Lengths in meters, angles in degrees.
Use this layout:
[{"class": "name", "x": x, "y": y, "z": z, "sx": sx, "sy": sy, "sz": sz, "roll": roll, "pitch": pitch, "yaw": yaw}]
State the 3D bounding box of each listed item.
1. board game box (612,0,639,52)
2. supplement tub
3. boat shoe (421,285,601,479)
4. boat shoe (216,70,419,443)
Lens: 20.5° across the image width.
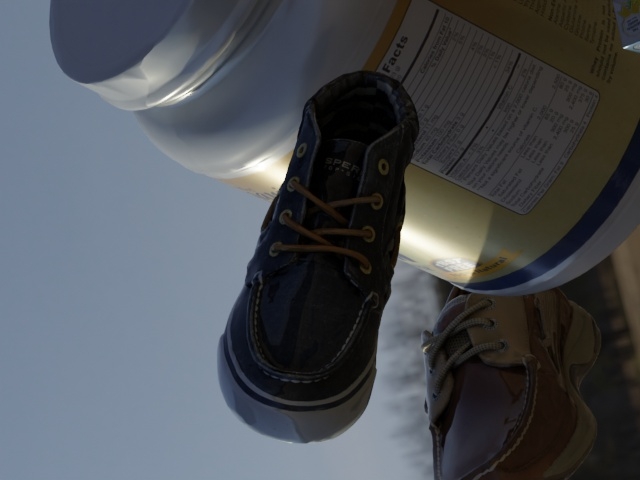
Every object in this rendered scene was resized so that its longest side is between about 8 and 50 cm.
[{"class": "board game box", "x": 0.232, "y": -0.114, "z": 0.893, "sx": 0.154, "sy": 0.103, "sz": 0.026, "roll": 6, "pitch": -110, "yaw": -50}, {"class": "supplement tub", "x": 0.031, "y": -0.118, "z": 0.999, "sx": 0.316, "sy": 0.228, "sz": 0.228, "roll": 23, "pitch": -138, "yaw": -33}, {"class": "boat shoe", "x": 0.115, "y": 0.096, "z": 1.230, "sx": 0.116, "sy": 0.123, "sz": 0.324, "roll": 52, "pitch": -162, "yaw": -9}, {"class": "boat shoe", "x": 0.000, "y": 0.000, "z": 0.726, "sx": 0.183, "sy": 0.065, "sz": 0.083, "roll": -75, "pitch": -5, "yaw": -58}]
